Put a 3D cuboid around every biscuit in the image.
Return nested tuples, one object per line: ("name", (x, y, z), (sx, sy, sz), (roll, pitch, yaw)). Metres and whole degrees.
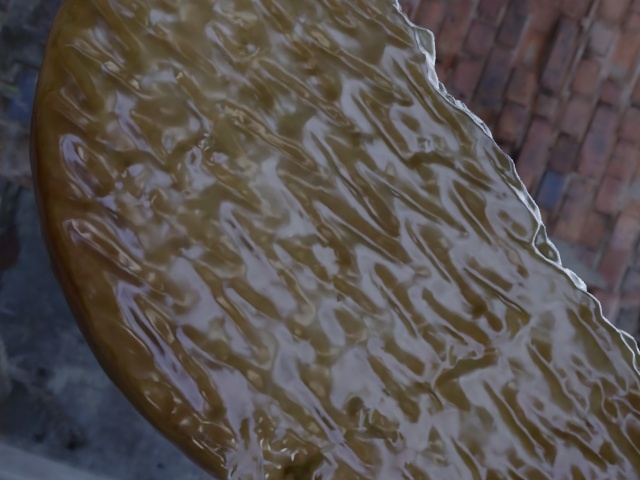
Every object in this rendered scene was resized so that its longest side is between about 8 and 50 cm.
("biscuit", (0.000, 0.000, 0.354), (0.144, 0.224, 0.033), (-37, 174, -25))
